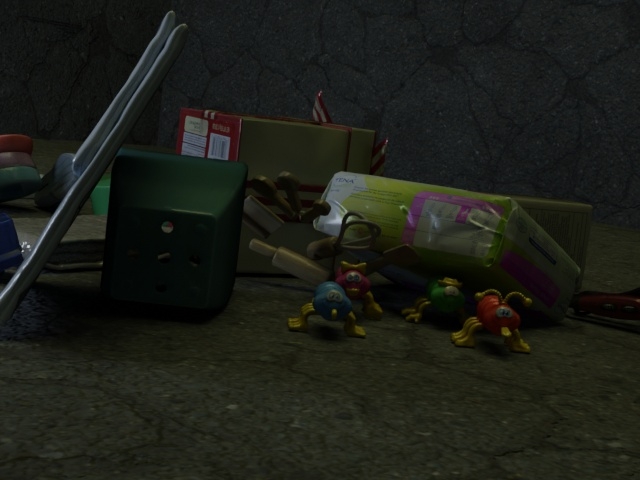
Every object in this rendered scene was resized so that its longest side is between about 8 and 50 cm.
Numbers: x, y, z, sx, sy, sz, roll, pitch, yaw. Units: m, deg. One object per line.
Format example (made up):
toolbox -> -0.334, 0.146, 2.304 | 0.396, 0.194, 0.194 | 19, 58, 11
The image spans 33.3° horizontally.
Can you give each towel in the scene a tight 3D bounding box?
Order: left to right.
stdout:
towel -> -0.331, 0.001, 1.484 | 0.187, 0.049, 0.282 | 11, 9, 38

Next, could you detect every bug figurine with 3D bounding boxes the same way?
bug figurine -> 0.099, 0.070, 1.246 | 0.279, 0.072, 0.216 | 5, 7, -8

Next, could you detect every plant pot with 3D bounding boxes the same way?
plant pot -> -0.173, -0.006, 1.248 | 0.165, 0.165, 0.234 | 7, 10, -6

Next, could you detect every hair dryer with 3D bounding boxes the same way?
hair dryer -> 0.435, 0.103, 1.421 | 0.223, 0.080, 0.293 | -9, 2, 0

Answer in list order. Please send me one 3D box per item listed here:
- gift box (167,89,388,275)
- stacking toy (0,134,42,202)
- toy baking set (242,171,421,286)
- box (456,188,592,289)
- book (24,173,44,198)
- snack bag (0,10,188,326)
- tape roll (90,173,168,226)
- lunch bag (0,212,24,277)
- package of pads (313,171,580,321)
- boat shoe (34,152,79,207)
gift box -> -0.056, -0.090, 1.597 | 0.258, 0.276, 0.255 | 4, 13, -32
stacking toy -> -0.651, -0.088, 1.838 | 0.279, 0.130, 0.309 | -19, -9, 28
toy baking set -> -0.002, 0.003, 1.373 | 0.256, 0.030, 0.197 | 27, -30, 8
box -> 0.266, -0.006, 1.715 | 0.311, 0.148, 0.121 | 5, 7, -22
book -> -0.579, -0.105, 2.142 | 0.096, 0.035, 0.144 | -3, 13, -33
snack bag -> -0.245, -0.079, 1.136 | 0.037, 0.342, 0.323 | 32, 0, -12
tape roll -> -0.231, -0.090, 1.834 | 0.321, 0.077, 0.321 | -9, 12, 2
lunch bag -> -0.389, 0.010, 1.267 | 0.067, 0.065, 0.098 | -20, 15, -18
package of pads -> 0.163, 0.007, 1.422 | 0.296, 0.101, 0.229 | 12, -15, 39
boat shoe -> -0.440, -0.102, 1.904 | 0.076, 0.083, 0.226 | 14, -11, -28
